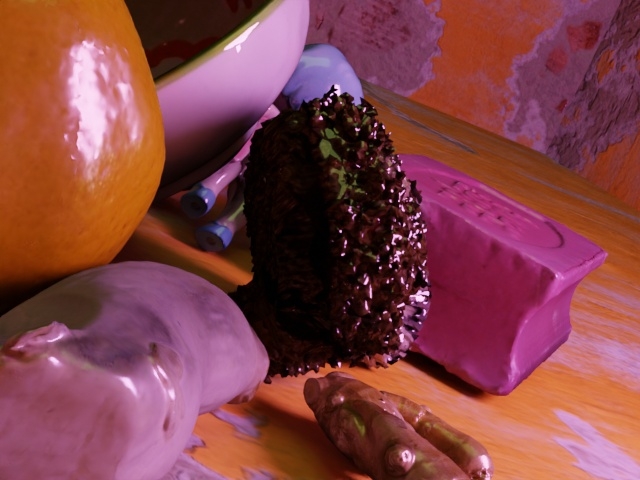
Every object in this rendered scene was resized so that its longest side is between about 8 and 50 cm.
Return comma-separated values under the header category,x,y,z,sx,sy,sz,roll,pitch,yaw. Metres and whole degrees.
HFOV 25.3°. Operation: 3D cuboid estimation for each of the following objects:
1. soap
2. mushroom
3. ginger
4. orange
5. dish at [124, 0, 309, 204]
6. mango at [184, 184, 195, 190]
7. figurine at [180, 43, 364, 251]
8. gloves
category,x,y,z,sx,sy,sz,roll,pitch,yaw
soap,0.124,0.020,1.328,0.233,0.128,0.359,28,11,14
mushroom,-0.097,0.062,0.728,0.109,0.097,0.351,45,10,4
ginger,0.050,0.134,0.852,0.176,0.052,0.193,32,5,27
orange,-0.222,-0.082,0.782,0.279,0.235,0.279,17,16,-5
dish,-0.143,-0.101,1.075,0.124,0.324,0.324,65,-8,-26
mango,-0.191,-0.109,1.294,0.251,0.114,0.156,30,8,-34
figurine,-0.031,-0.072,1.292,0.205,0.103,0.260,57,41,-20
gloves,0.007,0.003,0.996,0.135,0.210,0.312,1,-14,6
